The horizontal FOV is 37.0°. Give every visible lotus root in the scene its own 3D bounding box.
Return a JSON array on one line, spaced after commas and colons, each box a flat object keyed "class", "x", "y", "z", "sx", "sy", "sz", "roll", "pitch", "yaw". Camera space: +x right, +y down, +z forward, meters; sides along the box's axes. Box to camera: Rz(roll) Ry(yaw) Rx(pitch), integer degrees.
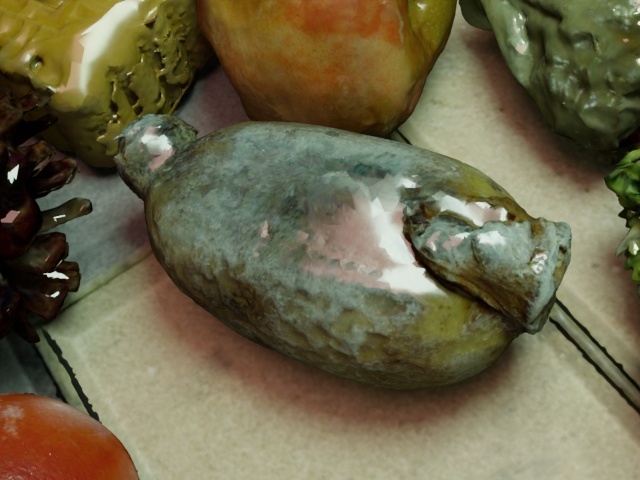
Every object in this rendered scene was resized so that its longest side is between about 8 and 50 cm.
[{"class": "lotus root", "x": 0.000, "y": 0.002, "z": 0.686, "sx": 0.350, "sy": 0.175, "sz": 0.175, "roll": 19, "pitch": 66, "yaw": 24}]

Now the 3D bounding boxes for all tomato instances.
[{"class": "tomato", "x": -0.212, "y": 0.198, "z": 0.612, "sx": 0.199, "sy": 0.112, "sz": 0.228, "roll": -43, "pitch": 77, "yaw": -8}]

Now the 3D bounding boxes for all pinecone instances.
[{"class": "pinecone", "x": -0.313, "y": -0.008, "z": 0.681, "sx": 0.296, "sy": 0.298, "sz": 0.242, "roll": 11, "pitch": 92, "yaw": -21}]

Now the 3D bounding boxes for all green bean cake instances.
[{"class": "green bean cake", "x": -0.213, "y": -0.198, "z": 0.849, "sx": 0.230, "sy": 0.131, "sz": 0.224, "roll": 27, "pitch": 70, "yaw": 24}]

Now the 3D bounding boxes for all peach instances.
[{"class": "peach", "x": 0.011, "y": -0.179, "z": 0.764, "sx": 0.214, "sy": 0.214, "sz": 0.235, "roll": -10, "pitch": 76, "yaw": 5}]

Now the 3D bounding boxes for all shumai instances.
[{"class": "shumai", "x": 0.216, "y": -0.204, "z": 0.741, "sx": 0.218, "sy": 0.189, "sz": 0.256, "roll": 29, "pitch": 64, "yaw": 22}]

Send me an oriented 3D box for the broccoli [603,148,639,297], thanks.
[{"class": "broccoli", "x": 0.318, "y": -0.024, "z": 0.587, "sx": 0.248, "sy": 0.245, "sz": 0.288, "roll": -1, "pitch": 69, "yaw": -6}]
